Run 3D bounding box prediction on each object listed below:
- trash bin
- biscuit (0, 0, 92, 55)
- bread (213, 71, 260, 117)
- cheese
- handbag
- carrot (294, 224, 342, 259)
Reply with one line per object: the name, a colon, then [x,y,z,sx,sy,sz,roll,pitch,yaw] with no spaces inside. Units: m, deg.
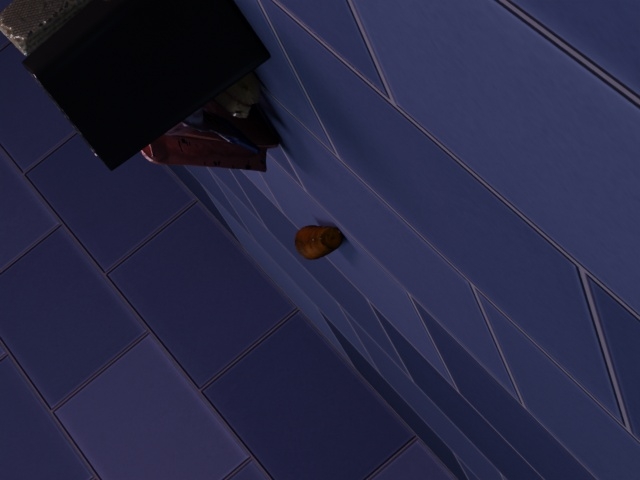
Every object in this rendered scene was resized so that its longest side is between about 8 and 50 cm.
trash bin: [-0.203,-0.211,1.605,0.165,0.225,0.115,54,173,-29]
biscuit: [-0.376,-0.355,2.046,0.121,0.199,0.040,43,169,47]
bread: [-0.159,-0.243,1.801,0.192,0.067,0.119,43,170,43]
cheese: [-0.192,-0.177,1.790,0.286,0.074,0.189,24,-165,-43]
handbag: [-0.176,-0.160,1.947,0.213,0.059,0.157,4,-148,-43]
carrot: [0.000,0.000,2.164,0.055,0.055,0.161,51,166,-8]
